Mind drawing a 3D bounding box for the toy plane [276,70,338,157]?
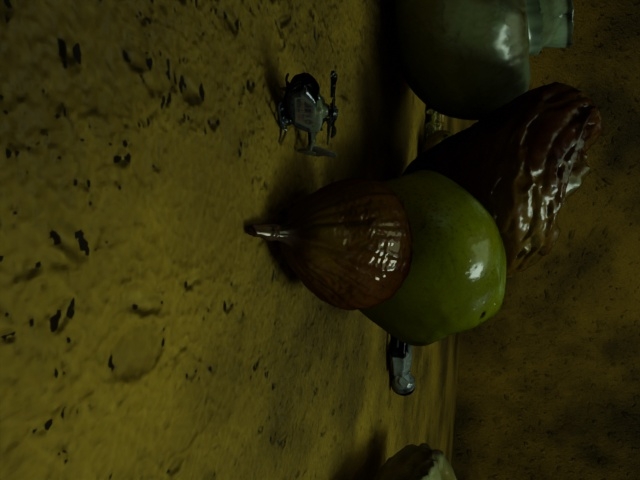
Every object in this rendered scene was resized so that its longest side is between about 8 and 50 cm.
[{"bbox_3d":[-0.008,-0.104,0.428,0.121,0.049,0.031,90,11,-69],"label":"toy plane"}]

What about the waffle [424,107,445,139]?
[{"bbox_3d":[0.270,-0.318,1.164,0.161,0.046,0.192,63,38,-60],"label":"waffle"}]

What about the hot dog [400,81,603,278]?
[{"bbox_3d":[0.245,-0.078,0.744,0.267,0.174,0.387,-56,-171,-9],"label":"hot dog"}]

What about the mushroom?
[{"bbox_3d":[0.246,-0.359,0.779,0.352,0.260,0.352,0,90,-66],"label":"mushroom"}]

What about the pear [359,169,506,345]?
[{"bbox_3d":[0.110,0.020,0.572,0.198,0.198,0.198,3,90,-70],"label":"pear"}]

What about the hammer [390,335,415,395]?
[{"bbox_3d":[0.199,0.114,1.053,0.427,0.044,0.152,-60,147,-53],"label":"hammer"}]

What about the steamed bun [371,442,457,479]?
[{"bbox_3d":[0.103,0.450,0.691,0.247,0.189,0.428,67,15,12],"label":"steamed bun"}]

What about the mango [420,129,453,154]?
[{"bbox_3d":[0.263,-0.182,1.118,0.161,0.076,0.103,39,65,-71],"label":"mango"}]

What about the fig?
[{"bbox_3d":[0.005,0.007,0.446,0.119,0.152,0.119,171,-90,-70],"label":"fig"}]
